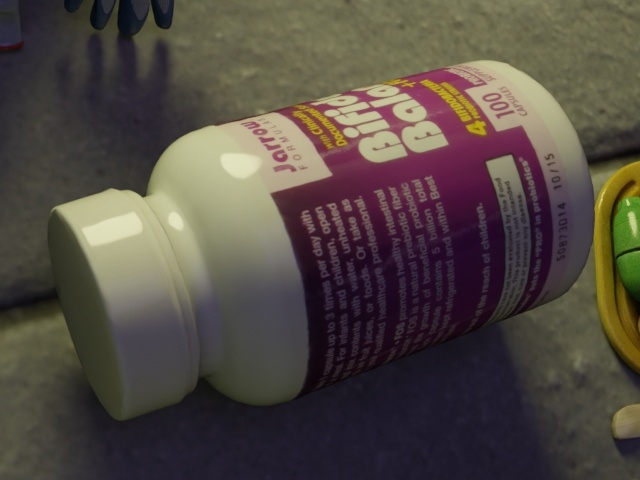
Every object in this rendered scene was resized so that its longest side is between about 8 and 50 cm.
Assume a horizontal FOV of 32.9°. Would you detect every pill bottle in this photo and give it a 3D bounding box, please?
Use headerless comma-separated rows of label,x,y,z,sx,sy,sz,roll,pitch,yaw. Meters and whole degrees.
pill bottle,0.000,0.000,0.656,0.301,0.169,0.169,-18,82,-24

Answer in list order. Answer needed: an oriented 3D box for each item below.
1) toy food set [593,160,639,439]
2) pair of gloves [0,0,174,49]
toy food set,0.277,0.035,0.802,0.128,0.071,0.218,4,74,-19
pair of gloves,-0.164,-0.184,0.661,0.198,0.159,0.023,-8,50,-17
